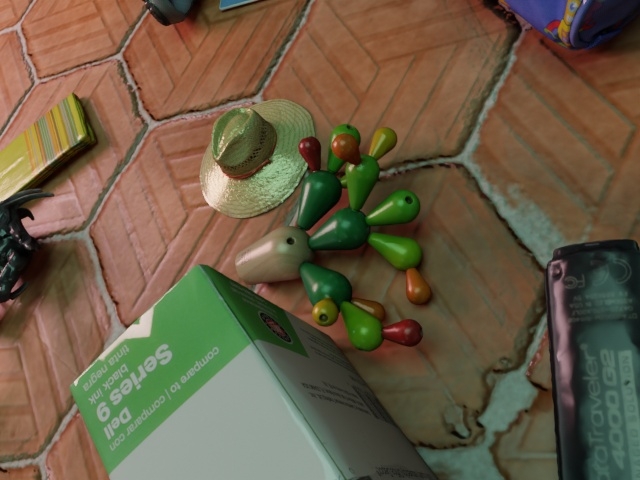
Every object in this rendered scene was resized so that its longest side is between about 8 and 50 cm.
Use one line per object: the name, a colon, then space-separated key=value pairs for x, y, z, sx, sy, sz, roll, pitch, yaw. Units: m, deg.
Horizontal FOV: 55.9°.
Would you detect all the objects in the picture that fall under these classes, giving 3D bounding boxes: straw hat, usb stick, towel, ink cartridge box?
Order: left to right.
towel: x=-0.395 y=-0.092 z=0.786 sx=0.237 sy=0.021 sz=0.102 roll=-36 pitch=53 yaw=8
straw hat: x=-0.080 y=-0.100 z=0.618 sx=0.145 sy=0.061 sz=0.144 roll=-9 pitch=65 yaw=21
ink cartridge box: x=0.006 y=0.178 z=0.370 sx=0.121 sy=0.211 sz=0.289 roll=-42 pitch=58 yaw=3
usb stick: x=0.196 y=0.134 z=0.401 sx=0.077 sy=0.045 sz=0.277 roll=-9 pitch=65 yaw=29

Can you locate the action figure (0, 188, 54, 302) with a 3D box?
action figure: x=-0.412 y=0.045 z=0.665 sx=0.164 sy=0.141 sz=0.275 roll=17 pitch=78 yaw=41

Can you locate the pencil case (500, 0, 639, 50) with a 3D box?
pencil case: x=0.165 y=-0.287 z=0.550 sx=0.120 sy=0.133 sz=0.306 roll=-26 pitch=55 yaw=-25

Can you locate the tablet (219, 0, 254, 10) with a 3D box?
tablet: x=-0.085 y=-0.314 z=0.744 sx=0.083 sy=0.006 sz=0.054 roll=-5 pitch=66 yaw=22

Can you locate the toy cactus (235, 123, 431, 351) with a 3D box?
toy cactus: x=0.000 y=0.000 z=0.525 sx=0.181 sy=0.112 sz=0.218 roll=-21 pitch=70 yaw=27

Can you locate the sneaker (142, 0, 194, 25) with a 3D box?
sneaker: x=-0.148 y=-0.387 z=0.748 sx=0.125 sy=0.104 sz=0.261 roll=3 pitch=70 yaw=24
